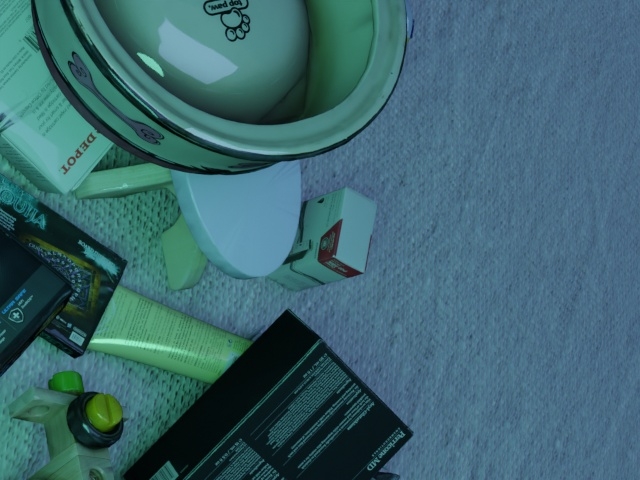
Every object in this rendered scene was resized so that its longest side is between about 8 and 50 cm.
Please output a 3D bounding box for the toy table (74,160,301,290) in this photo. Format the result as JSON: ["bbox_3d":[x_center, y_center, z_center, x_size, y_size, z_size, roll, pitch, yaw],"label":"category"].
[{"bbox_3d":[-0.138,-0.083,1.546,0.252,0.161,0.274,10,73,-43],"label":"toy table"}]

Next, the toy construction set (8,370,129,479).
[{"bbox_3d":[-0.301,0.260,1.298,0.308,0.257,0.237,-2,62,-27],"label":"toy construction set"}]

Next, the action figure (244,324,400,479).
[{"bbox_3d":[-0.039,0.221,1.610,0.285,0.099,0.185,50,63,-18],"label":"action figure"}]

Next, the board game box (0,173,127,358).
[{"bbox_3d":[-0.307,0.025,1.432,0.186,0.026,0.126,38,55,-23],"label":"board game box"}]

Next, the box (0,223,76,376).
[{"bbox_3d":[-0.374,0.071,1.299,0.175,0.051,0.220,39,55,0],"label":"box"}]

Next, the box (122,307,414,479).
[{"bbox_3d":[-0.056,0.236,1.472,0.261,0.103,0.184,-45,119,-4],"label":"box"}]

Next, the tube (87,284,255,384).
[{"bbox_3d":[-0.164,0.113,1.511,0.240,0.062,0.070,21,21,-12],"label":"tube"}]

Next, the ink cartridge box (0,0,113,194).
[{"bbox_3d":[-0.309,-0.168,1.429,0.203,0.086,0.148,48,69,-27],"label":"ink cartridge box"}]

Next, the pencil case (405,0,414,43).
[{"bbox_3d":[-0.004,-0.291,1.763,0.273,0.113,0.124,3,97,-44],"label":"pencil case"}]

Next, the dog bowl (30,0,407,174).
[{"bbox_3d":[-0.117,-0.250,1.398,0.408,0.150,0.408,13,65,-29],"label":"dog bowl"}]

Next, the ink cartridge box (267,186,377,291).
[{"bbox_3d":[0.000,0.000,1.676,0.056,0.135,0.099,27,61,-33],"label":"ink cartridge box"}]
